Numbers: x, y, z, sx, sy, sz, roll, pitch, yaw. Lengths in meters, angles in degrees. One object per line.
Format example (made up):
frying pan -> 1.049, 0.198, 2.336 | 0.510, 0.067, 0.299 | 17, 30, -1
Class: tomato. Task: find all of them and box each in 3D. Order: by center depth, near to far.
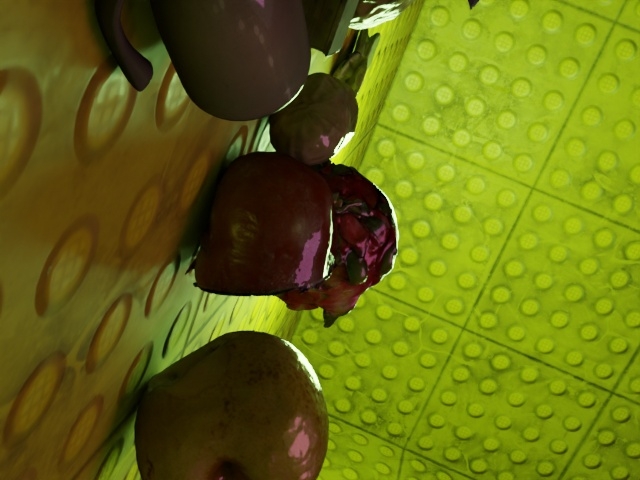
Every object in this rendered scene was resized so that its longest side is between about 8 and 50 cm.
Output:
tomato -> -0.066, -0.030, 0.915 | 0.214, 0.180, 0.155 | -81, 175, -77

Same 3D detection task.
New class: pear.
pear -> -0.114, 0.241, 0.985 | 0.271, 0.271, 0.271 | 23, 90, -85

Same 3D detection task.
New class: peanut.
peanut -> 0.088, -0.370, 1.044 | 0.196, 0.110, 0.233 | -40, -178, 22
peanut -> -0.005, -0.185, 1.089 | 0.274, 0.111, 0.125 | -63, 160, -72

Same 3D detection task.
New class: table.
table -> -0.009, -0.251, 0.797 | 0.062, 0.083, 0.079 | -55, 168, -64

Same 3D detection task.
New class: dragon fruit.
dragon fruit -> -0.008, -0.008, 1.166 | 0.231, 0.237, 0.302 | -53, -163, -7

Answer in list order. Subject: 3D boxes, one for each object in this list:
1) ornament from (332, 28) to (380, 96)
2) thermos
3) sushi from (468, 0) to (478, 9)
ornament -> 0.059, -0.314, 1.483 | 0.201, 0.059, 0.180 | -65, 178, -47
thermos -> -0.077, -0.155, 0.487 | 0.137, 0.105, 0.193 | -35, 167, -6
sushi -> 0.198, -0.517, 0.876 | 0.359, 0.064, 0.343 | -48, 130, -23
